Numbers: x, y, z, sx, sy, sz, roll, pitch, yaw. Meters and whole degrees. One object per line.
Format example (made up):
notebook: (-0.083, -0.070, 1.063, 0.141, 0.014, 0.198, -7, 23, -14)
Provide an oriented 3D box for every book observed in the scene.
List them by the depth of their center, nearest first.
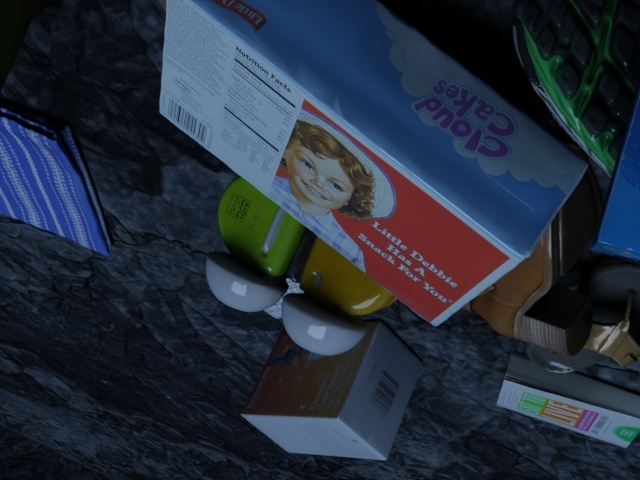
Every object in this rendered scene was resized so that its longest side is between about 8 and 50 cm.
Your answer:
book: (0.264, 0.173, 0.858, 0.144, 0.035, 0.096, 16, 151, 15)

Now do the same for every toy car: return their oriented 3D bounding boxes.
toy car: (0.000, 0.000, 0.710, 0.182, 0.159, 0.136, 26, -170, 20)

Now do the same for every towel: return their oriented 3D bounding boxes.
towel: (-0.420, -0.099, 0.958, 0.335, 0.040, 0.243, 20, 149, 11)

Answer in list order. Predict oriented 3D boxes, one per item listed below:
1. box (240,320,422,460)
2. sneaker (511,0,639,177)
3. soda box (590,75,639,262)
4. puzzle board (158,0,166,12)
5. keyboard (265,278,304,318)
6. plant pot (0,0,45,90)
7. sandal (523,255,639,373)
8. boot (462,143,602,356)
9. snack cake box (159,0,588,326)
box: (0.012, 0.175, 0.950, 0.170, 0.130, 0.091, -11, 133, 45)
sneaker: (0.236, -0.027, 0.485, 0.343, 0.134, 0.146, 43, 167, -8)
soda box: (0.182, -0.089, 0.356, 0.067, 0.210, 0.071, 16, -179, 17)
puzzle board: (-0.095, -0.206, 0.582, 0.096, 0.011, 0.128, 3, 142, 31)
keyboard: (0.002, 0.052, 0.889, 0.072, 0.014, 0.256, 42, 146, -24)
plant pot: (-0.370, -0.150, 0.539, 0.366, 0.353, 0.366, 19, 149, 12)
sandal: (0.241, 0.081, 0.706, 0.090, 0.060, 0.219, 29, 149, -4)
boot: (0.141, -0.001, 0.657, 0.152, 0.073, 0.197, 23, 135, 39)
snack cake box: (0.021, -0.072, 0.541, 0.264, 0.089, 0.152, 38, 154, 3)
